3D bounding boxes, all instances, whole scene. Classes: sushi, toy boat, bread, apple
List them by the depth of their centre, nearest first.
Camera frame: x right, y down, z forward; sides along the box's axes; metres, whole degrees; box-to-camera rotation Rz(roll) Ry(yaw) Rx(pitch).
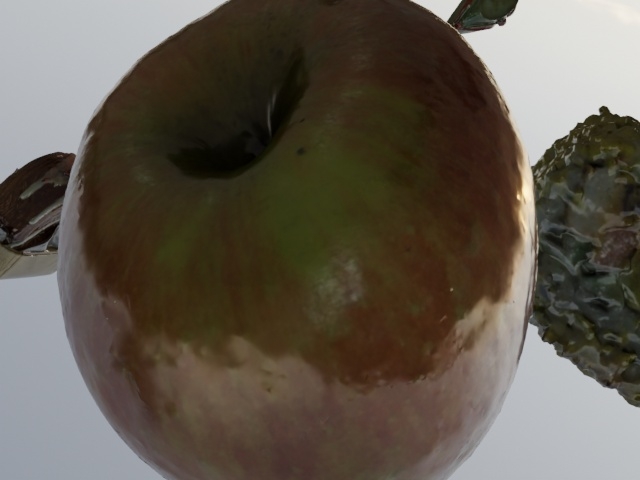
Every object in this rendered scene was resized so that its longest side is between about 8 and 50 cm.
[{"bbox_3d":[-0.005,0.012,0.593,0.277,0.250,0.309,6,-121,32],"label":"apple"},{"bbox_3d":[0.446,0.019,1.349,0.396,0.351,0.240,35,-166,0],"label":"sushi"},{"bbox_3d":[-0.438,-0.040,1.558,0.142,0.212,0.224,47,-161,15],"label":"bread"},{"bbox_3d":[0.292,-0.411,1.728,0.185,0.089,0.071,-37,-162,-20],"label":"toy boat"}]

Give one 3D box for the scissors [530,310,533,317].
[{"bbox_3d":[0.145,-0.012,0.957,0.101,0.027,0.204,-21,-100,-50],"label":"scissors"}]
